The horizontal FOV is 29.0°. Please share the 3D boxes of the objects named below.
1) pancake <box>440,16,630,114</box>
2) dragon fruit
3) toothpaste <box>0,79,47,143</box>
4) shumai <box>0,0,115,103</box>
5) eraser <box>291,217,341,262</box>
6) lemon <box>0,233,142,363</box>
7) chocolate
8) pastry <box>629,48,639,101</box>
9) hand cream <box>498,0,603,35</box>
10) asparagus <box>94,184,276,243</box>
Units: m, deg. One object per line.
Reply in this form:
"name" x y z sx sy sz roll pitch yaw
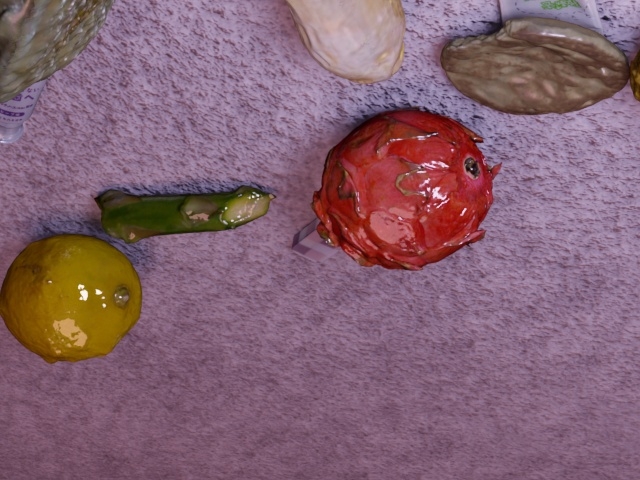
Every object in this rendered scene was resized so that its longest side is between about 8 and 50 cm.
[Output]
"pancake" 0.264 -0.217 1.538 0.223 0.042 0.236 15 160 -18
"dragon fruit" 0.112 -0.067 1.698 0.241 0.241 0.252 23 140 -16
"toothpaste" -0.432 -0.251 1.773 0.114 0.073 0.299 20 142 -11
"shumai" -0.357 -0.371 1.337 0.323 0.324 0.397 33 143 -4
"eraser" 0.000 0.000 2.054 0.065 0.026 0.105 23 149 -21
"lemon" -0.447 0.101 2.210 0.288 0.233 0.233 -3 146 32
"chocolate" 0.009 -0.302 1.439 0.134 0.134 0.309 -4 144 28
"pastry" 0.479 -0.190 1.422 0.240 0.132 0.235 8 149 12
"hand cream" 0.239 -0.322 1.382 0.121 0.076 0.336 4 155 20
"asparagus" -0.232 -0.045 2.023 0.343 0.085 0.082 0 124 26
